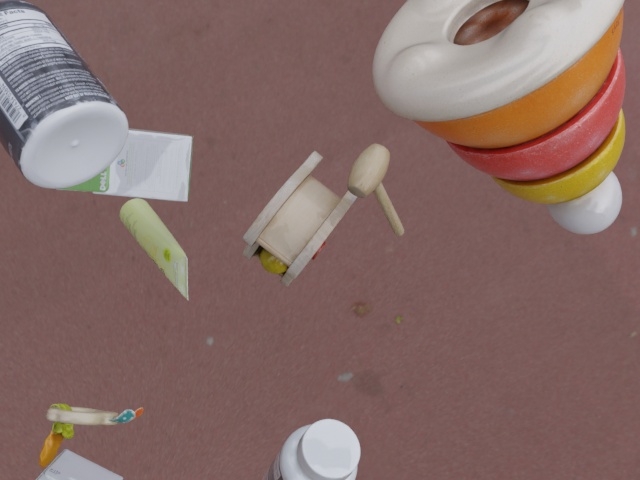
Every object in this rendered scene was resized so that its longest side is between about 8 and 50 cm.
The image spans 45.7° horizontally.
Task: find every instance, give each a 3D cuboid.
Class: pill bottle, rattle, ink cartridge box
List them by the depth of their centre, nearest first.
[{"bbox_3d":[-0.335,-0.185,0.873,0.130,0.130,0.245,-30,65,-23],"label":"pill bottle"},{"bbox_3d":[-0.317,-0.129,1.244,0.209,0.062,0.109,5,100,-10],"label":"ink cartridge box"},{"bbox_3d":[-0.461,0.498,1.370,0.128,0.127,0.176,27,104,0],"label":"ink cartridge box"},{"bbox_3d":[-0.500,0.427,1.660,0.200,0.130,0.142,11,64,-12],"label":"rattle"},{"bbox_3d":[-0.019,0.523,1.721,0.176,0.318,0.176,9,54,-13],"label":"pill bottle"}]

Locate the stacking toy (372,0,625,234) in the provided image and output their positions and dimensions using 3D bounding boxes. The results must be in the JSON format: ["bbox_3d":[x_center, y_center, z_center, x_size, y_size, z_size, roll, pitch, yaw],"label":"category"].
[{"bbox_3d":[0.326,-0.165,1.114,0.480,0.351,0.350,50,57,-35],"label":"stacking toy"}]

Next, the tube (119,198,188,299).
[{"bbox_3d":[-0.294,0.005,1.384,0.062,0.070,0.240,-47,50,1],"label":"tube"}]

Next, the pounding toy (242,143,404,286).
[{"bbox_3d":[0.000,0.000,0.928,0.155,0.269,0.154,37,62,-1],"label":"pounding toy"}]
